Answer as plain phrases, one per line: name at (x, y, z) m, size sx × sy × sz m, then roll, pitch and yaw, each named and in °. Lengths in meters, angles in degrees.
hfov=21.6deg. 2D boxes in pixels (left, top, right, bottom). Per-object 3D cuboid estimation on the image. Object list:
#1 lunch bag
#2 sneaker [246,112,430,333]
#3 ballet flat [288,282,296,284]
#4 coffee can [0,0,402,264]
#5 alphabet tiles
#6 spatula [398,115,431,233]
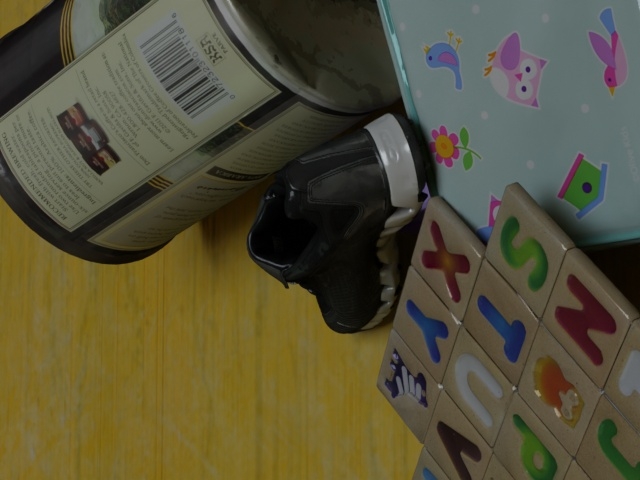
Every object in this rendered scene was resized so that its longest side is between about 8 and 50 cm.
lunch bag at (0.140, -0.131, 0.992) m, size 0.224 × 0.108 × 0.279 m, roll -13°, pitch 90°, yaw 45°
sneaker at (0.000, 0.000, 1.092) m, size 0.234 × 0.106 × 0.078 m, roll 102°, pitch 150°, yaw -62°
ballet flat at (0.004, -0.019, 1.200) m, size 0.041 × 0.041 × 0.114 m, roll 47°, pitch 126°, yaw 39°
coffee can at (-0.091, -0.126, 1.200) m, size 0.275 × 0.201 × 0.201 m, roll -29°, pitch 64°, yaw 39°
alphabet tiles at (0.141, 0.144, 0.968) m, size 0.342 × 0.011 × 0.285 m, roll 51°, pitch 144°, yaw 34°
spatula at (0.131, -0.118, 1.091) m, size 0.296 × 0.030 × 0.084 m, roll -49°, pitch 54°, yaw 30°
